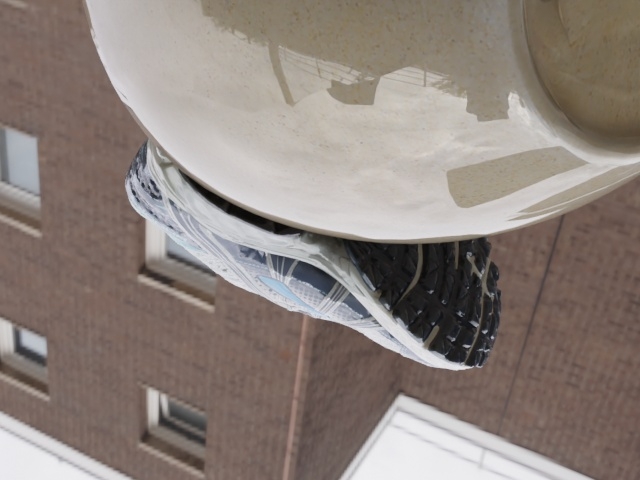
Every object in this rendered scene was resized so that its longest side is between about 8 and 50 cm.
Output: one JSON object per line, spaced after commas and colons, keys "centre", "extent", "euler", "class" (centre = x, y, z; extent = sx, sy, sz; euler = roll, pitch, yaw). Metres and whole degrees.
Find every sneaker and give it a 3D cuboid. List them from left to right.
{"centre": [0.000, 0.000, 0.681], "extent": [0.283, 0.122, 0.110], "euler": [34, -120, -23], "class": "sneaker"}

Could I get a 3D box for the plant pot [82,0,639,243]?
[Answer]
{"centre": [0.066, -0.117, 0.416], "extent": [0.284, 0.284, 0.191], "euler": [-13, -157, -26], "class": "plant pot"}
